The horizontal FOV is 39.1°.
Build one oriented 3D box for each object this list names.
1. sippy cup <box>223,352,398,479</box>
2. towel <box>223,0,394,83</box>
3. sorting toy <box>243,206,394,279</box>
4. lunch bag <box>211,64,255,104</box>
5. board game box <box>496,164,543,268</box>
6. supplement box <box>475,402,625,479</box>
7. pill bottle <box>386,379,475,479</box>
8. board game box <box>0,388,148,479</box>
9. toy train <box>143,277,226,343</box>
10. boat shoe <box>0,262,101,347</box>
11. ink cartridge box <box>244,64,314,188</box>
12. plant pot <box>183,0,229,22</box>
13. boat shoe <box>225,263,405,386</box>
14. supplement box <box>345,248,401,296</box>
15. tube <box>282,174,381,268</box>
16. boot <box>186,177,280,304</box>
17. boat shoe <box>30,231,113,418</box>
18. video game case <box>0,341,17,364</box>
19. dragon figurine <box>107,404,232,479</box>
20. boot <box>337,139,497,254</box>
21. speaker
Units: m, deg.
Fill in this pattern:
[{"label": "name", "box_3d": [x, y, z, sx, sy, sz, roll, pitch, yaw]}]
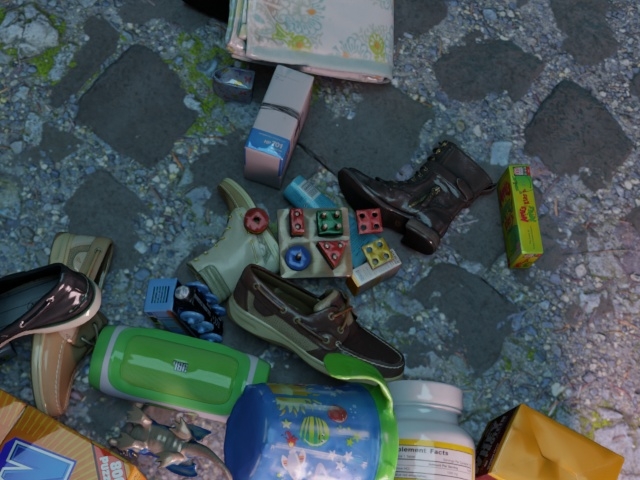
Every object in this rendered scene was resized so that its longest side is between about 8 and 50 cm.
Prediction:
[{"label": "sippy cup", "box_3d": [-0.028, 0.329, 1.455, 0.224, 0.240, 0.305, 16, 81, -26]}, {"label": "towel", "box_3d": [-0.010, -0.490, 1.771, 0.374, 0.090, 0.320, 4, 87, -32]}, {"label": "sorting toy", "box_3d": [0.000, 0.000, 1.642, 0.274, 0.046, 0.132, -2, 75, -8]}, {"label": "lunch bag", "box_3d": [-0.174, -0.314, 1.800, 0.083, 0.071, 0.053, 9, 70, -2]}, {"label": "board game box", "box_3d": [0.384, -0.045, 1.746, 0.043, 0.092, 0.181, -2, 70, -6]}, {"label": "supplement box", "box_3d": [0.370, 0.391, 1.528, 0.191, 0.194, 0.129, 28, 69, 5]}, {"label": "pill bottle", "box_3d": [0.163, 0.412, 1.504, 0.188, 0.188, 0.334, 7, 69, -3]}, {"label": "board game box", "box_3d": [-0.500, 0.428, 1.339, 0.356, 0.356, 0.356, 28, 70, 5]}, {"label": "toy train", "box_3d": [-0.233, 0.127, 1.579, 0.105, 0.184, 0.080, -1, 62, 14]}, {"label": "boat shoe", "box_3d": [-0.539, 0.115, 1.475, 0.340, 0.113, 0.127, -13, 56, 9]}, {"label": "ink cartridge box", "box_3d": [-0.082, -0.217, 1.737, 0.082, 0.139, 0.190, 19, 69, 3]}, {"label": "plant pot", "box_3d": [-0.150, -0.542, 1.836, 0.167, 0.187, 0.188, 37, 69, -7]}, {"label": "boat shoe", "box_3d": [0.005, 0.143, 1.596, 0.342, 0.123, 0.123, 26, 26, 4]}, {"label": "supplement box", "box_3d": [0.099, 0.061, 1.694, 0.098, 0.062, 0.036, -27, 73, -15]}, {"label": "tube", "box_3d": [0.019, -0.040, 1.734, 0.207, 0.052, 0.080, 42, 76, 4]}, {"label": "boot", "box_3d": [-0.181, -0.001, 1.684, 0.165, 0.077, 0.213, -29, 76, -13]}, {"label": "boat shoe", "box_3d": [-0.430, 0.144, 1.578, 0.110, 0.121, 0.341, 4, 68, -4]}, {"label": "video game case", "box_3d": [-0.708, 0.147, 1.580, 0.244, 0.061, 0.269, -30, 75, -16]}, {"label": "dragon figurine", "box_3d": [-0.238, 0.339, 1.486, 0.289, 0.144, 0.085, 10, 72, 22]}, {"label": "boot", "box_3d": [0.189, -0.115, 1.766, 0.263, 0.091, 0.229, 37, 65, 4]}, {"label": "speaker", "box_3d": [-0.241, 0.233, 1.563, 0.296, 0.131, 0.131, 13, 69, -1]}]
